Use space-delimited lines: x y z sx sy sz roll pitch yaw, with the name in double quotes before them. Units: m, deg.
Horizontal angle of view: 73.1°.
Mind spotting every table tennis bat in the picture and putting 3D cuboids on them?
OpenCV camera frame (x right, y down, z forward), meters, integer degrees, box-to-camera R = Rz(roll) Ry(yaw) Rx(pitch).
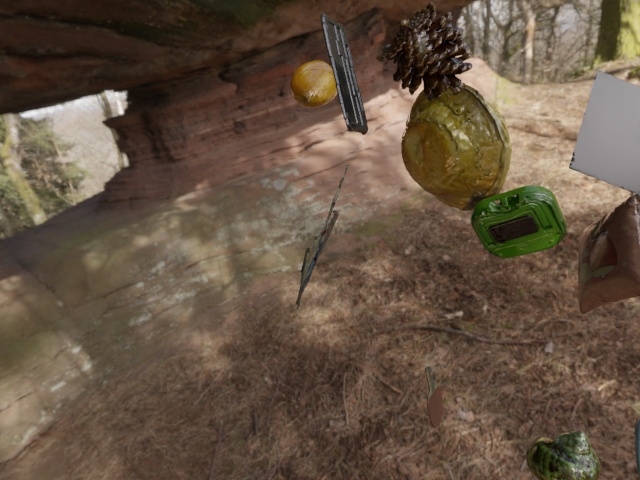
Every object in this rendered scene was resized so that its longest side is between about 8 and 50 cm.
"table tennis bat" 0.494 0.681 1.890 0.021 0.274 0.154 -7 11 36

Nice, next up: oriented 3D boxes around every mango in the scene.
"mango" -0.019 -0.465 1.299 0.145 0.112 0.219 14 41 1

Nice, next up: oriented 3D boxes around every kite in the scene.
"kite" -0.001 0.000 0.987 0.014 0.368 0.406 21 17 5

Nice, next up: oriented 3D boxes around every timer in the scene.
"timer" 0.338 -0.028 0.743 0.140 0.128 0.047 -19 33 35

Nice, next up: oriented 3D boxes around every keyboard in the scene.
"keyboard" 0.054 -0.365 0.962 0.016 0.262 0.106 -14 -2 34

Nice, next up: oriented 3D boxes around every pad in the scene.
"pad" 0.515 -0.151 0.677 0.243 0.164 0.004 18 -1 -7

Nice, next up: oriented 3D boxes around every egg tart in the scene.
"egg tart" 0.406 -0.294 1.415 0.178 0.443 0.443 -24 26 -22

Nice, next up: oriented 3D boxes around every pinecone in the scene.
"pinecone" 0.254 -0.423 1.011 0.185 0.212 0.168 -28 15 42

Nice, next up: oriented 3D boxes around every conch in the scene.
"conch" 0.673 0.607 1.213 0.181 0.124 0.187 -45 28 -1

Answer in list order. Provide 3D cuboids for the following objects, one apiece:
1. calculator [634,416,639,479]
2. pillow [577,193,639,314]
"calculator" 1.041 0.672 1.362 0.041 0.185 0.299 -22 17 45
"pillow" 0.644 0.039 0.952 0.084 0.223 0.236 10 -18 5
